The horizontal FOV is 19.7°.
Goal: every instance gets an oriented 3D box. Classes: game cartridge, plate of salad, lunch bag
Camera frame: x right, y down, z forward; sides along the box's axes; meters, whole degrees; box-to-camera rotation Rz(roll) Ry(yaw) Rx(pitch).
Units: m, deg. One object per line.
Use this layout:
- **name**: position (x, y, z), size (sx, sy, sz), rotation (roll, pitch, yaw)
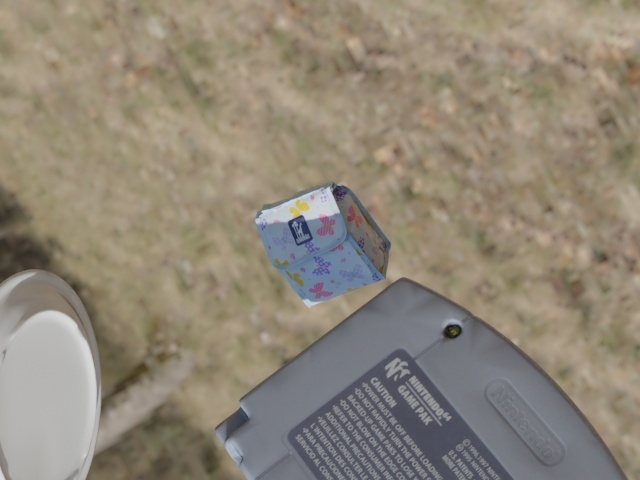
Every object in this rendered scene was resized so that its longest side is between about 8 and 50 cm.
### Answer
- **game cartridge**: position (0.082, 0.163, 1.159), size (0.294, 0.196, 0.060), rotation (51, 179, 37)
- **plate of salad**: position (-0.218, 0.120, 1.336), size (0.200, 0.048, 0.200), rotation (1, -90, -67)
- **lunch bag**: position (0.000, 0.000, 1.338), size (0.083, 0.071, 0.053), rotation (55, -151, -29)
